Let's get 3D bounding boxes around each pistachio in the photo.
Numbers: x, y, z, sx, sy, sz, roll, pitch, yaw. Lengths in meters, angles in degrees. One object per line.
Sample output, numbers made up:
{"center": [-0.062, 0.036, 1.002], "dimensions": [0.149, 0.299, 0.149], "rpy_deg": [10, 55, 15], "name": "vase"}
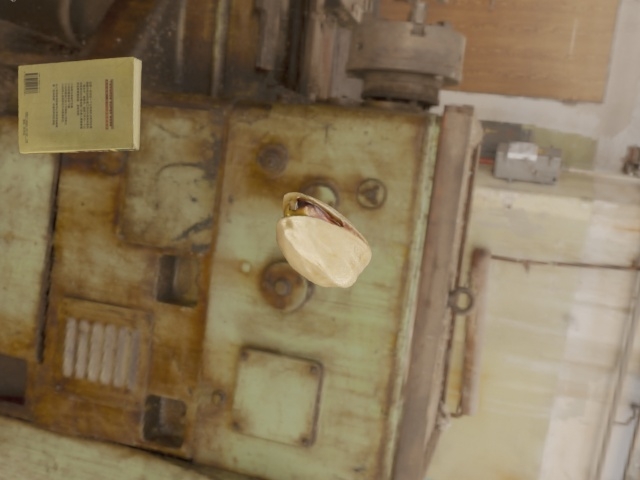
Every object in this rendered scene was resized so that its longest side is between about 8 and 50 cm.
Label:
{"center": [0.000, 0.000, 1.446], "dimensions": [0.229, 0.157, 0.157], "rpy_deg": [42, 50, -31], "name": "pistachio"}

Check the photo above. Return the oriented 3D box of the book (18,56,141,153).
{"center": [-0.422, -0.235, 1.257], "dimensions": [0.026, 0.230, 0.161], "rpy_deg": [3, 88, -75], "name": "book"}
